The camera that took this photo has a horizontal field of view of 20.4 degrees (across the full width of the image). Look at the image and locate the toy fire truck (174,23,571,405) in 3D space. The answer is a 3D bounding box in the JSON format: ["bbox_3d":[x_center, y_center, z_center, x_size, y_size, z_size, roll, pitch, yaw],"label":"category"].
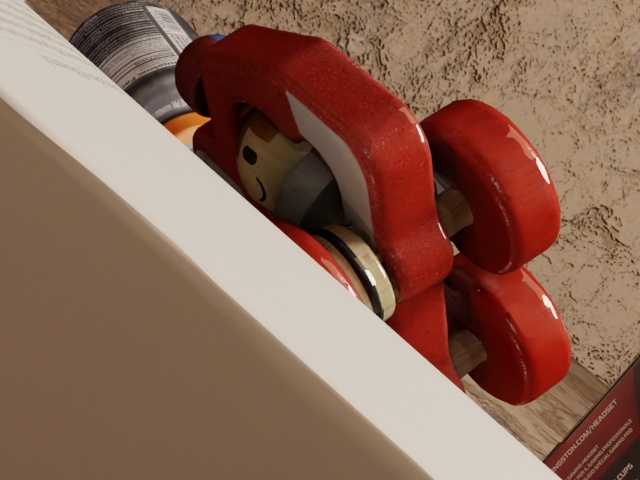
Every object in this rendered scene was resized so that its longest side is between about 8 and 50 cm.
[{"bbox_3d":[0.000,0.000,1.047,0.254,0.169,0.302,41,-24,36],"label":"toy fire truck"}]

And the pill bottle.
[{"bbox_3d":[-0.126,-0.097,1.441,0.130,0.130,0.245,34,10,-31],"label":"pill bottle"}]

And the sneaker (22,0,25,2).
[{"bbox_3d":[-0.292,-0.234,1.456,0.147,0.129,0.330,33,10,-26],"label":"sneaker"}]

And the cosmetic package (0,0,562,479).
[{"bbox_3d":[-0.114,0.042,0.513,0.365,0.197,0.155,43,8,10],"label":"cosmetic package"}]

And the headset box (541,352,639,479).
[{"bbox_3d":[0.174,0.207,0.813,0.110,0.218,0.293,32,11,-49],"label":"headset box"}]
